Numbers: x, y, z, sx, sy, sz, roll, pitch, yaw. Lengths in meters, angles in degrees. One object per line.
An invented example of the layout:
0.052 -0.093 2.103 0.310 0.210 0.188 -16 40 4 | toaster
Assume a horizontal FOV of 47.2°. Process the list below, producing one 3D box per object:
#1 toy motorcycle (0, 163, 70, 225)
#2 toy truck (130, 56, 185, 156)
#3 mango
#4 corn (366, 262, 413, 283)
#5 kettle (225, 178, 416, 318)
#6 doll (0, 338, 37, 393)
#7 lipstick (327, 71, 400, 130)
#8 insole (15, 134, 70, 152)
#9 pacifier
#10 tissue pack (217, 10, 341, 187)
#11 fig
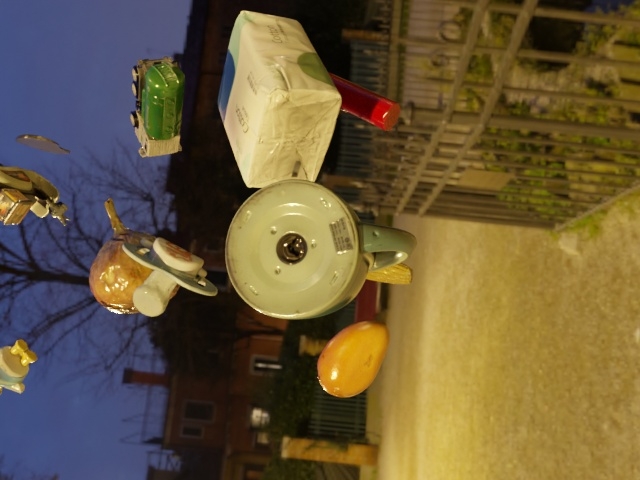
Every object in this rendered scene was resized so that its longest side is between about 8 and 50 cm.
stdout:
-0.659 -0.102 1.623 0.091 0.157 0.263 -51 -6 8 | toy motorcycle
-0.347 -0.289 1.590 0.125 0.101 0.242 62 152 27 | toy truck
0.084 0.282 1.785 0.219 0.145 0.112 -50 11 -2 | mango
0.175 0.087 2.253 0.080 0.231 0.080 8 -90 -69 | corn
0.025 0.029 1.426 0.342 0.319 0.247 26 -123 -72 | kettle
-0.869 0.361 1.977 0.241 0.135 0.099 -36 37 27 | doll
0.064 -0.351 1.772 0.073 0.279 0.073 -38 -34 -33 | lipstick
-0.752 -0.261 1.997 0.309 0.110 0.012 172 101 -88 | insole
-0.419 0.111 1.964 0.207 0.279 0.227 -61 2 0 | pacifier
-0.108 -0.324 1.677 0.356 0.194 0.266 -113 33 -44 | tissue pack
-0.589 0.035 2.276 0.286 0.286 0.369 85 170 -83 | fig
